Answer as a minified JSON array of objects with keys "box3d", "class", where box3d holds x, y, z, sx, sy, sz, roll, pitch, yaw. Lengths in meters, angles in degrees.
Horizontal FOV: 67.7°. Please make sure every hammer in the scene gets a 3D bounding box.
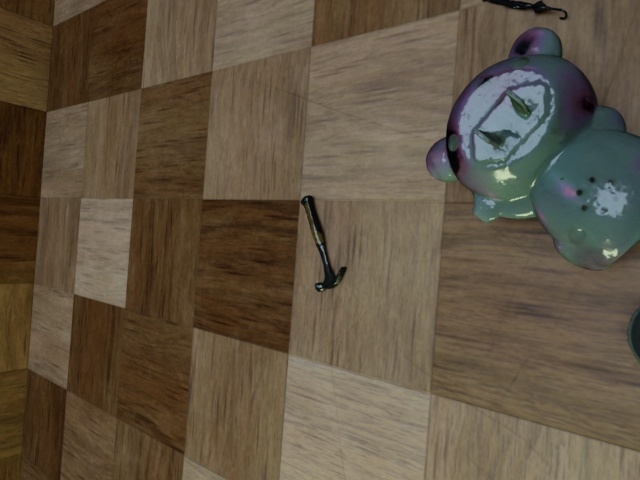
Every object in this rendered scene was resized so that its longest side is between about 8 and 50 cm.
[{"box3d":[0.000,0.000,0.981,0.078,0.021,0.201,-25,74,34],"class":"hammer"}]

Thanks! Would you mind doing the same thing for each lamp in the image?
[{"box3d":[0.295,-0.110,0.624,0.301,0.247,0.247,48,118,21],"class":"lamp"}]

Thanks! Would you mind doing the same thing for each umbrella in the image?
[{"box3d":[0.319,-0.373,0.754,0.149,0.022,0.022,35,82,34],"class":"umbrella"}]

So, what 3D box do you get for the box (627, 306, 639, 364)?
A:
[{"box3d":[0.525,0.119,0.385,0.396,0.111,0.396,-58,31,34],"class":"box"}]
